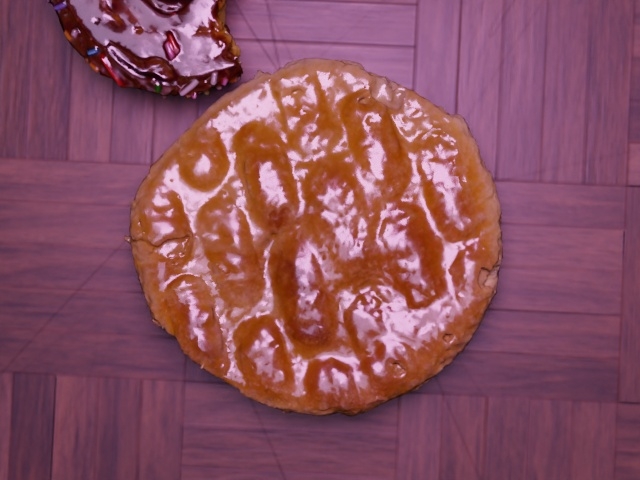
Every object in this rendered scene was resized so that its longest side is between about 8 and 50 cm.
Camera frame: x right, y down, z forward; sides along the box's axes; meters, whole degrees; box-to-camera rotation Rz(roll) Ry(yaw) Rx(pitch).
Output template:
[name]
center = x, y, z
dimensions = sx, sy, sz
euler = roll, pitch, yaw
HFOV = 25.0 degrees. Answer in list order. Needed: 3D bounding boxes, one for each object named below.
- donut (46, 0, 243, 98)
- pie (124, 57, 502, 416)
[donut]
center = -0.135, -0.240, 1.301
dimensions = 0.216, 0.096, 0.230
euler = 9, 89, 4
[pie]
center = 0.000, 0.000, 1.302
dimensions = 0.339, 0.083, 0.340
euler = 0, 87, 0
